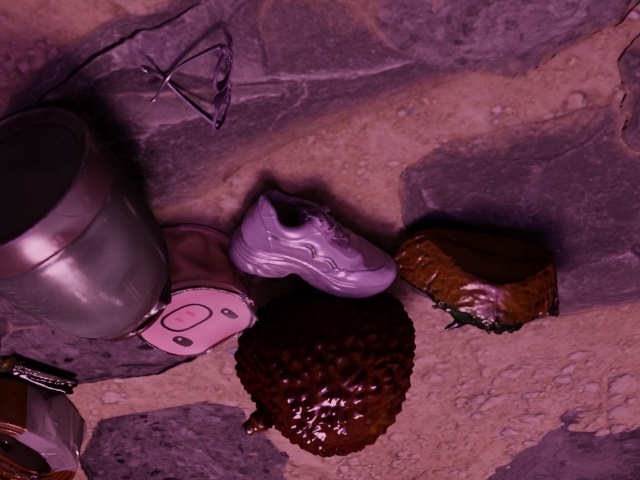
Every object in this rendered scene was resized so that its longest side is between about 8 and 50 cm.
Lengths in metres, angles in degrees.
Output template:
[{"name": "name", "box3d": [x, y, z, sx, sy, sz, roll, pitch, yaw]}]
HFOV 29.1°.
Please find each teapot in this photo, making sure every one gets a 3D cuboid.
[{"name": "teapot", "box3d": [-0.352, 0.003, 1.641, 0.315, 0.233, 0.312, 13, 151, 37]}]

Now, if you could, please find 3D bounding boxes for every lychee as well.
[{"name": "lychee", "box3d": [0.010, 0.196, 1.852, 0.304, 0.276, 0.275, -40, 137, -5]}]

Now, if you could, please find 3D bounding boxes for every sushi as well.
[{"name": "sushi", "box3d": [0.229, 0.070, 1.807, 0.287, 0.149, 0.140, 5, 142, -11]}]

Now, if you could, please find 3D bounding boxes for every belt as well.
[{"name": "belt", "box3d": [-0.517, 0.332, 2.123, 0.184, 0.105, 0.261, -20, 136, 23]}]

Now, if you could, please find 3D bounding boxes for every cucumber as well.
[{"name": "cucumber", "box3d": [-0.467, 0.224, 2.044, 0.135, 0.033, 0.034, 26, 171, -32]}]

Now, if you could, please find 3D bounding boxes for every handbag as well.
[{"name": "handbag", "box3d": [-0.198, 0.077, 1.812, 0.205, 0.116, 0.179, -32, 134, 30]}]

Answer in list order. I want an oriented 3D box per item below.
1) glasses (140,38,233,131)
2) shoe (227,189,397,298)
[{"name": "glasses", "box3d": [-0.165, -0.201, 1.539, 0.104, 0.062, 0.140, 17, 142, 10]}, {"name": "shoe", "box3d": [0.000, 0.000, 1.748, 0.245, 0.095, 0.137, 13, 142, -10]}]
